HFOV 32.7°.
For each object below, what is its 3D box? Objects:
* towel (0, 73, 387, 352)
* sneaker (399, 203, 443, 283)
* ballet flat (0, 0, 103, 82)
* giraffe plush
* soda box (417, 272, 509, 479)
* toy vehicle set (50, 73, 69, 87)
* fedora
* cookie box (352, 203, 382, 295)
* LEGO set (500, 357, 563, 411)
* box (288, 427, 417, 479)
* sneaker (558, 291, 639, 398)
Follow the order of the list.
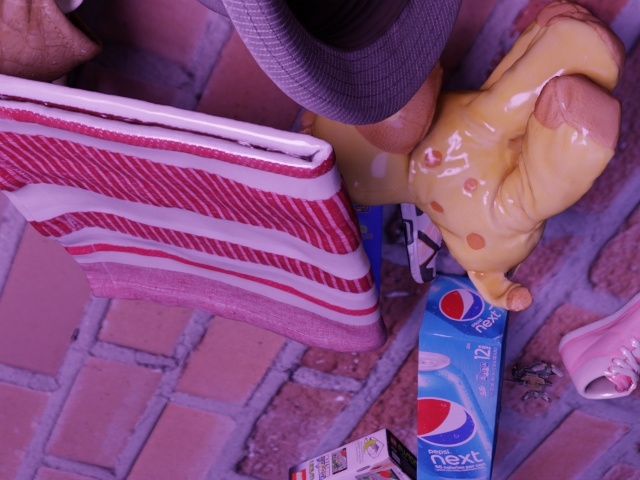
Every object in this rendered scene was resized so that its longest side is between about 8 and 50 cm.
[{"bbox_3d":[-0.084,-0.002,0.693,0.237,0.037,0.329,11,162,12],"label":"towel"},{"bbox_3d":[0.084,-0.010,0.831,0.043,0.040,0.109,-8,133,3],"label":"sneaker"},{"bbox_3d":[-0.170,-0.233,0.564,0.124,0.116,0.342,-11,122,-14],"label":"ballet flat"},{"bbox_3d":[0.074,-0.067,0.701,0.170,0.181,0.210,20,112,-4],"label":"giraffe plush"},{"bbox_3d":[0.120,0.128,0.929,0.067,0.071,0.210,7,134,13],"label":"soda box"},{"bbox_3d":[-0.299,-0.125,0.712,0.267,0.035,0.166,6,132,-8],"label":"toy vehicle set"},{"bbox_3d":[-0.030,-0.199,0.563,0.124,0.244,0.275,8,142,31],"label":"fedora"},{"bbox_3d":[0.000,0.000,0.836,0.092,0.040,0.107,-1,132,-1],"label":"cookie box"},{"bbox_3d":[0.181,0.126,0.976,0.083,0.023,0.054,-12,131,27],"label":"LEGO set"},{"bbox_3d":[0.071,0.273,1.092,0.114,0.036,0.207,-26,128,20],"label":"box"},{"bbox_3d":[0.265,0.088,0.909,0.134,0.070,0.051,-32,124,23],"label":"sneaker"}]
